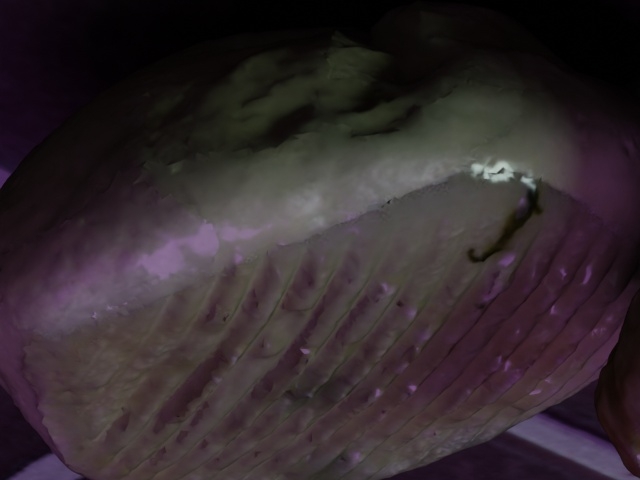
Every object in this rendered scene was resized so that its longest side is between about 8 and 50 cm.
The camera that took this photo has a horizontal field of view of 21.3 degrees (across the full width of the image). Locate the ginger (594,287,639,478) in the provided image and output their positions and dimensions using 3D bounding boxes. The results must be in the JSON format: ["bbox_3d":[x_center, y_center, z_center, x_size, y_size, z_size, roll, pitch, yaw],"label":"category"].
[{"bbox_3d":[0.164,-0.035,0.444,0.221,0.130,0.276,20,123,-29],"label":"ginger"}]

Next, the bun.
[{"bbox_3d":[0.000,0.000,0.556,0.237,0.116,0.210,-1,147,-18],"label":"bun"}]
